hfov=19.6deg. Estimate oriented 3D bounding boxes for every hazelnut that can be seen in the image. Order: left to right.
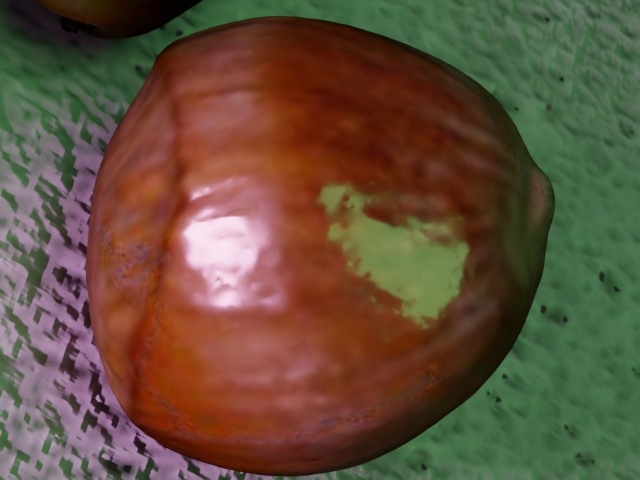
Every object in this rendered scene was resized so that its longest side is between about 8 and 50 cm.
[{"bbox_3d":[0.000,0.000,0.816,0.176,0.214,0.214,57,32,-65],"label":"hazelnut"}]

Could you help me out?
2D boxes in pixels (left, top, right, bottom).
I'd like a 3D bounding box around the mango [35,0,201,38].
[{"bbox_3d":[-0.052,-0.198,0.892,0.133,0.111,0.267,83,30,-44],"label":"mango"}]
